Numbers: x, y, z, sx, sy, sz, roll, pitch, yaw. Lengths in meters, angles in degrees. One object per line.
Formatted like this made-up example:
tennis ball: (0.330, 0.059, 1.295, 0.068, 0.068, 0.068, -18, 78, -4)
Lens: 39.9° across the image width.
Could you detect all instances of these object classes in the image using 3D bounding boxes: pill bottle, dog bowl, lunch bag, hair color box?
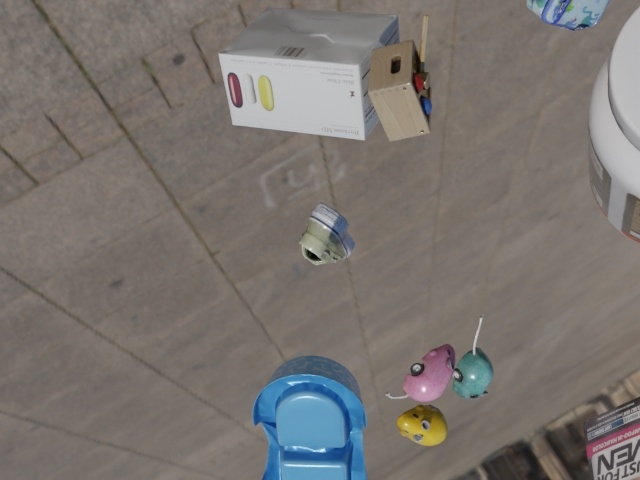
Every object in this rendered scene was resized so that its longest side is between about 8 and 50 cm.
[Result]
pill bottle: (0.387, -0.115, 0.917, 0.210, 0.210, 0.363, -34, 163, 9)
dog bowl: (-0.009, 0.301, 1.321, 0.166, 0.074, 0.297, 0, 119, 7)
lunch bag: (0.542, -0.552, 1.839, 0.176, 0.090, 0.219, 1, 130, -35)
hair color box: (0.532, 0.435, 1.396, 0.105, 0.347, 0.174, 15, 145, -21)

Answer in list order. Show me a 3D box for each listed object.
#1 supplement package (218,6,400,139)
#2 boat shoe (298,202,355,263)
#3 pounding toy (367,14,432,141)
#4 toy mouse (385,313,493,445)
supplement package: (-0.012, -0.301, 1.566, 0.204, 0.262, 0.145, -57, 148, -45)
boat shoe: (0.000, 0.000, 1.763, 0.094, 0.109, 0.302, -51, 169, -6)
pounding toy: (0.142, -0.262, 1.423, 0.100, 0.141, 0.130, -10, 138, 20)
toy mouse: (0.126, 0.137, 0.843, 0.161, 0.031, 0.143, 28, 99, -50)
